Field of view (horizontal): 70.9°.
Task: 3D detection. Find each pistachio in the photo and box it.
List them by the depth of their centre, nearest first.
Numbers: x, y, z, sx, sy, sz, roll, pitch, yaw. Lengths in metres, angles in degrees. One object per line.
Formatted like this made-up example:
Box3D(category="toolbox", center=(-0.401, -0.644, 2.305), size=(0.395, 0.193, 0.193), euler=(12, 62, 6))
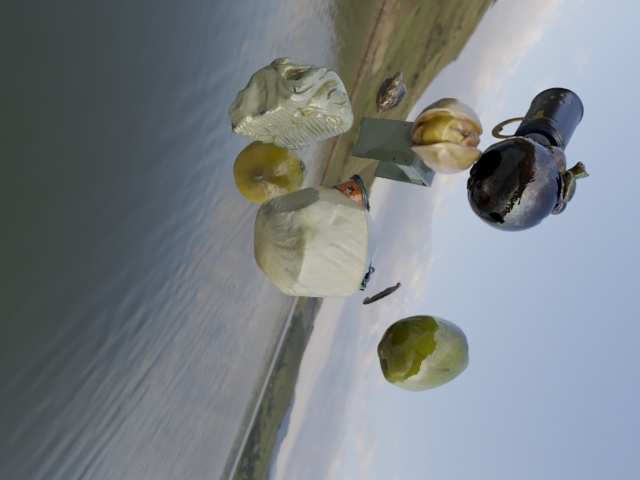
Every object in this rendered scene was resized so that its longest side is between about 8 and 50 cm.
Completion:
Box3D(category="pistachio", center=(0.384, -0.315, 1.389), size=(0.309, 0.230, 0.229), euler=(-4, 117, -65))

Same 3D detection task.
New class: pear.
Box3D(category="pear", center=(0.347, 0.372, 1.503), size=(0.253, 0.308, 0.252), euler=(174, -90, -83))

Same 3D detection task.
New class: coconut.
Box3D(category="coconut", center=(0.000, 0.000, 1.434), size=(0.415, 0.416, 0.344), euler=(-71, 175, -62))

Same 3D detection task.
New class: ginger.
Box3D(category="ginger", center=(0.218, -0.447, 1.400), size=(0.290, 0.084, 0.122), euler=(-59, 171, -77))

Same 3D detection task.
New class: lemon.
Box3D(category="lemon", center=(-0.194, -0.262, 1.712), size=(0.284, 0.261, 0.260), euler=(-29, -151, 41))

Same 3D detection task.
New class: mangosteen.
Box3D(category="mangosteen", center=(0.607, -0.162, 1.379), size=(0.297, 0.314, 0.296), euler=(-50, -151, 41))

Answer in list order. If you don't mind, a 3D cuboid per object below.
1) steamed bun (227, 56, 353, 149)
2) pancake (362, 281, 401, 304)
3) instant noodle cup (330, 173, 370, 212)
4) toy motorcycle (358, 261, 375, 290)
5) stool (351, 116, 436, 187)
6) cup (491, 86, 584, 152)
Box3D(category="steamed bun", center=(-0.097, -0.458, 1.429), size=(0.346, 0.395, 0.237), euler=(118, -33, -71))
Box3D(category="pancake", center=(0.272, 0.236, 1.993), size=(0.191, 0.020, 0.184), euler=(-27, 179, -12))
Box3D(category="instant noodle cup", center=(0.116, -0.185, 1.918), size=(0.208, 0.126, 0.177), euler=(-123, -158, -53))
Box3D(category="toy motorcycle", center=(0.067, 0.089, 1.895), size=(0.196, 0.332, 0.125), euler=(-47, 149, -39))
Box3D(category="stool", center=(0.304, -0.341, 1.747), size=(0.244, 0.270, 0.170), euler=(24, 83, -57))
Box3D(category="cup", center=(0.740, -0.366, 1.550), size=(0.256, 0.178, 0.255), euler=(-48, -169, -33))
